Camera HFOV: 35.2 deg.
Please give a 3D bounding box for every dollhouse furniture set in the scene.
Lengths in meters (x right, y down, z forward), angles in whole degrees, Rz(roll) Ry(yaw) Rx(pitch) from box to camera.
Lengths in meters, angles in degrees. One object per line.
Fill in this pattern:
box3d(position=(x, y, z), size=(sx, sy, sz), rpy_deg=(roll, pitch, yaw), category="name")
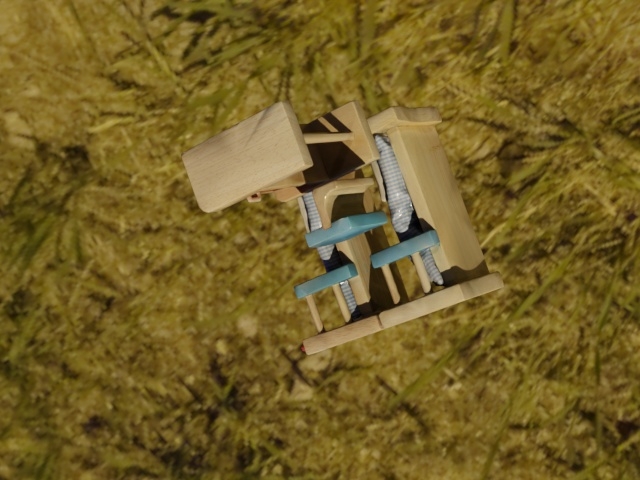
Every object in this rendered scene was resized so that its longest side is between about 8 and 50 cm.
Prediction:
box3d(position=(0.000, 0.000, 0.619), size=(0.129, 0.184, 0.129), rpy_deg=(-24, 83, 32), category="dollhouse furniture set")
